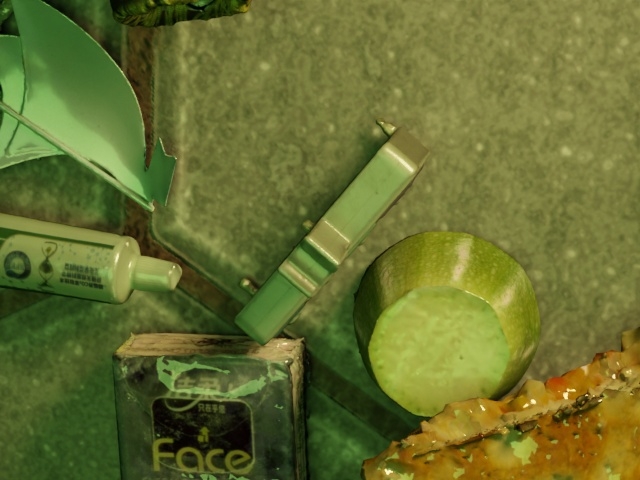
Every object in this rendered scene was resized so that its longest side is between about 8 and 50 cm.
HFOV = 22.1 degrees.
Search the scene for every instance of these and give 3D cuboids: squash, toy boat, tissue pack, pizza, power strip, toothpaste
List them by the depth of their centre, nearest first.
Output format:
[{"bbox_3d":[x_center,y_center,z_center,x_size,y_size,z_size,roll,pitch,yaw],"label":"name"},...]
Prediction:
[{"bbox_3d":[0.226,0.204,1.372,0.406,0.130,0.440,18,96,-15],"label":"pizza"},{"bbox_3d":[0.000,0.000,1.396,0.061,0.145,0.216,39,108,-2],"label":"power strip"},{"bbox_3d":[0.107,0.082,1.414,0.170,0.123,0.170,1,103,6],"label":"squash"},{"bbox_3d":[-0.271,-0.119,1.465,0.210,0.070,0.291,-31,100,22],"label":"toy boat"},{"bbox_3d":[-0.096,0.205,1.508,0.173,0.073,0.235,2,107,10],"label":"tissue pack"},{"bbox_3d":[-0.316,0.008,1.512,0.392,0.061,0.099,8,107,13],"label":"toothpaste"}]

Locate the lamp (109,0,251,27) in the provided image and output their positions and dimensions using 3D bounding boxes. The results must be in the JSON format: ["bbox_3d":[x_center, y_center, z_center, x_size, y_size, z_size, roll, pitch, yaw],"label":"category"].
[{"bbox_3d":[-0.125,-0.286,1.299,0.247,0.247,0.247,3,105,11],"label":"lamp"}]
